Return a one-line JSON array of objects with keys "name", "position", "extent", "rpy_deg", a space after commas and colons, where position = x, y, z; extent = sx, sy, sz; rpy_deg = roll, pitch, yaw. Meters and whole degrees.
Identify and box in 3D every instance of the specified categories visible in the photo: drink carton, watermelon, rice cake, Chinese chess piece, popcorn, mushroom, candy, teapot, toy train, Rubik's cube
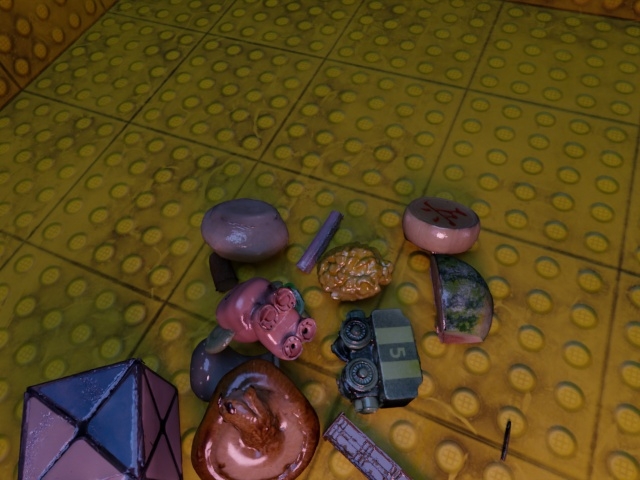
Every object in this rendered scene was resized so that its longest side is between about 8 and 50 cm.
[{"name": "drink carton", "position": [-0.092, 0.241, 1.362], "extent": [0.146, 0.142, 0.144], "rpy_deg": [-33, 43, -2]}, {"name": "watermelon", "position": [0.412, 0.155, 1.386], "extent": [0.224, 0.180, 0.305], "rpy_deg": [25, 49, -31]}, {"name": "rice cake", "position": [0.000, 0.000, 1.568], "extent": [0.055, 0.049, 0.270], "rpy_deg": [19, 63, 32]}, {"name": "Chinese chess piece", "position": [0.392, -0.051, 1.470], "extent": [0.250, 0.103, 0.250], "rpy_deg": [5, 30, -3]}, {"name": "popcorn", "position": [0.105, 0.097, 1.423], "extent": [0.235, 0.217, 0.181], "rpy_deg": [-12, 85, -8]}, {"name": "mushroom", "position": [-0.165, 0.485, 1.126], "extent": [0.345, 0.259, 0.345], "rpy_deg": [0, 90, -15]}, {"name": "candy", "position": [-0.252, -0.022, 1.514], "extent": [0.295, 0.185, 0.295], "rpy_deg": [7, 33, -5]}, {"name": "teapot", "position": [-0.245, 0.371, 1.310], "extent": [0.251, 0.183, 0.183], "rpy_deg": [0, 58, -6]}, {"name": "toy train", "position": [0.159, 0.340, 1.291], "extent": [0.238, 0.167, 0.299], "rpy_deg": [-2, 60, -6]}, {"name": "Rubik's cube", "position": [-0.557, 0.514, 1.166], "extent": [0.307, 0.310, 0.305], "rpy_deg": [-13, 59, -4]}]

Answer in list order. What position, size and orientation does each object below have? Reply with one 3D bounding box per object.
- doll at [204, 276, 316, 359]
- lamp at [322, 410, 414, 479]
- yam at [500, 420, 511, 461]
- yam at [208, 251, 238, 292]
[{"name": "doll", "position": [-0.175, 0.215, 1.227], "extent": [0.284, 0.268, 0.216], "rpy_deg": [-45, 107, -35]}, {"name": "lamp", "position": [0.152, 0.594, 1.171], "extent": [0.325, 0.090, 0.089], "rpy_deg": [36, 68, 23]}, {"name": "yam", "position": [0.500, 0.539, 1.209], "extent": [0.014, 0.014, 0.107], "rpy_deg": [16, 62, 15]}, {"name": "yam", "position": [-0.332, 0.104, 1.527], "extent": [0.084, 0.084, 0.127], "rpy_deg": [-21, 55, -7]}]
